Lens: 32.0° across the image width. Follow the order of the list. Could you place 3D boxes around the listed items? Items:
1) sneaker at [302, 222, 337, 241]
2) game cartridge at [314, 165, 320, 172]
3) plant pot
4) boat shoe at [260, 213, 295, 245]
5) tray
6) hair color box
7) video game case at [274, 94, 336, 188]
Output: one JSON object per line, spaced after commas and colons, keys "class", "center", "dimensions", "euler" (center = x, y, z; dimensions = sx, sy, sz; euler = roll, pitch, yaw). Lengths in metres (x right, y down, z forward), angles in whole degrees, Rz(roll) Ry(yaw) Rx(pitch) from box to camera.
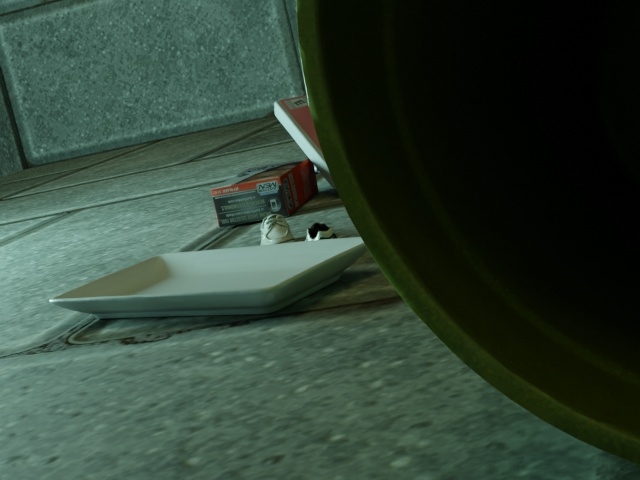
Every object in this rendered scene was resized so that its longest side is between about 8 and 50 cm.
{"class": "sneaker", "center": [0.000, 0.000, 1.022], "dimensions": [0.031, 0.037, 0.083], "euler": [-18, 10, -18]}
{"class": "game cartridge", "center": [0.000, -0.118, 1.742], "dimensions": [0.056, 0.017, 0.083], "euler": [-9, 10, 42]}
{"class": "plant pot", "center": [0.224, -0.103, 0.536], "dimensions": [0.366, 0.367, 0.353], "euler": [-9, 0, 21]}
{"class": "boat shoe", "center": [-0.046, -0.009, 1.133], "dimensions": [0.035, 0.035, 0.100], "euler": [-13, 10, -2]}
{"class": "tray", "center": [-0.095, 0.037, 0.960], "dimensions": [0.270, 0.030, 0.145], "euler": [-5, 12, 39]}
{"class": "hair color box", "center": [-0.067, -0.064, 1.417], "dimensions": [0.093, 0.053, 0.167], "euler": [-9, 12, 14]}
{"class": "video game case", "center": [0.106, -0.160, 1.511], "dimensions": [0.285, 0.025, 0.204], "euler": [-14, 39, -20]}
